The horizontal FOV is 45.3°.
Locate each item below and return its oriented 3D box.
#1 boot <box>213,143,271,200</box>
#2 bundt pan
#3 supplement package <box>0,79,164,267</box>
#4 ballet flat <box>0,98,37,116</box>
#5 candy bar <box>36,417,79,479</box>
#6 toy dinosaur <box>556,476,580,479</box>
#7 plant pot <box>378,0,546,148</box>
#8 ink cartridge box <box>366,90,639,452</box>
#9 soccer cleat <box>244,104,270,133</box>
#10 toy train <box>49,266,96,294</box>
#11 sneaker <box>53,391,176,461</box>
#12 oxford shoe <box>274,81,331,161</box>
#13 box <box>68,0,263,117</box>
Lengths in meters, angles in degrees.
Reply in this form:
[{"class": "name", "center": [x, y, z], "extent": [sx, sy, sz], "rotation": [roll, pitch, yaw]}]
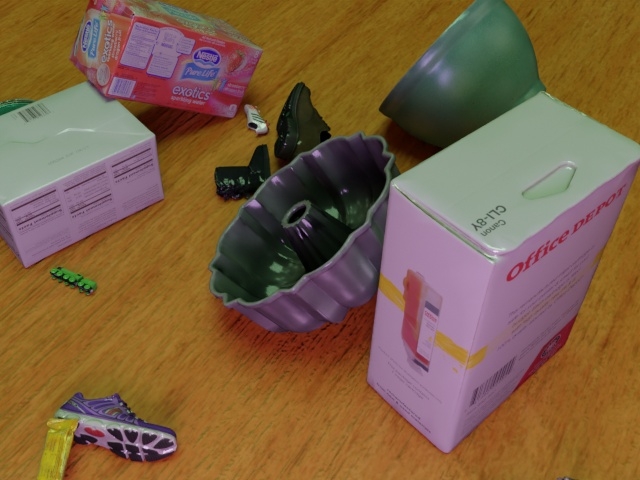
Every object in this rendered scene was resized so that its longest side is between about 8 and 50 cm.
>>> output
[{"class": "boot", "center": [-0.138, -0.123, 1.356], "extent": [0.099, 0.045, 0.121], "rotation": [-5, 48, -3]}, {"class": "bundt pan", "center": [0.000, 0.000, 1.113], "extent": [0.330, 0.124, 0.331], "rotation": [-30, 32, 21]}, {"class": "supplement package", "center": [-0.430, -0.118, 1.270], "extent": [0.261, 0.145, 0.204], "rotation": [-31, 55, -28]}, {"class": "ballet flat", "center": [-0.610, -0.223, 1.423], "extent": [0.188, 0.070, 0.070], "rotation": [-24, 52, -26]}, {"class": "candy bar", "center": [-0.330, 0.297, 0.936], "extent": [0.040, 0.018, 0.162], "rotation": [3, 67, 5]}, {"class": "toy dinosaur", "center": [0.320, 0.376, 0.873], "extent": [0.313, 0.121, 0.160], "rotation": [20, 61, 11]}, {"class": "plant pot", "center": [0.275, -0.274, 1.377], "extent": [0.196, 0.293, 0.293], "rotation": [44, 55, 2]}, {"class": "ink cartridge box", "center": [0.218, 0.045, 0.973], "extent": [0.279, 0.385, 0.160], "rotation": [-32, 55, -28]}, {"class": "soccer cleat", "center": [-0.129, -0.232, 1.469], "extent": [0.035, 0.029, 0.083], "rotation": [-23, 56, -27]}, {"class": "toy train", "center": [-0.384, 0.060, 1.192], "extent": [0.083, 0.017, 0.024], "rotation": [22, 40, 18]}, {"class": "sneaker", "center": [-0.262, 0.233, 1.001], "extent": [0.169, 0.068, 0.071], "rotation": [14, 42, 12]}, {"class": "oxford shoe", "center": [-0.030, -0.213, 1.434], "extent": [0.096, 0.083, 0.227], "rotation": [18, 43, -16]}, {"class": "box", "center": [-0.273, -0.337, 1.388], "extent": [0.299, 0.154, 0.142], "rotation": [-1, 36, -50]}]
